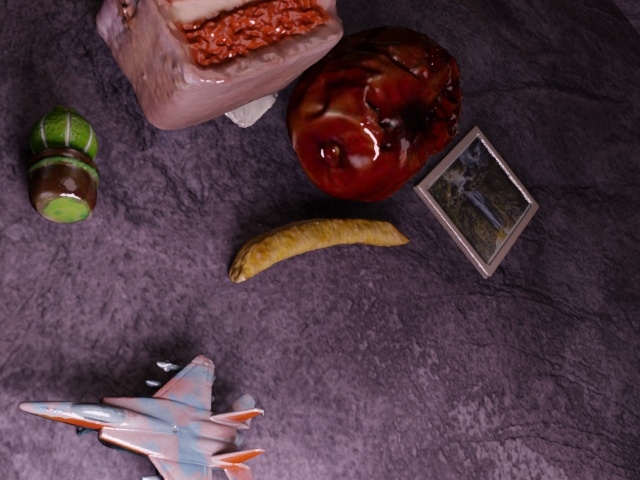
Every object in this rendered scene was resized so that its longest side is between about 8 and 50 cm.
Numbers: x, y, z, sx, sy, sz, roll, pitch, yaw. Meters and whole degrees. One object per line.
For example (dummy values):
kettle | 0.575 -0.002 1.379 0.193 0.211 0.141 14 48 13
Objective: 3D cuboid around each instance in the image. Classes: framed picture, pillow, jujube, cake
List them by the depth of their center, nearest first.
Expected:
cake | -0.150 -0.332 1.301 0.308 0.230 0.237 -26 91 -26
pillow | -0.173 -0.299 1.445 0.229 0.051 0.128 48 43 -5
jujube | 0.099 -0.226 1.485 0.276 0.276 0.377 48 36 -7
framed picture | 0.336 -0.089 1.791 0.240 0.020 0.324 52 42 -3

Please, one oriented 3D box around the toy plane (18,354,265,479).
toy plane | -0.211 0.231 1.035 0.326 0.104 0.223 15 54 -30

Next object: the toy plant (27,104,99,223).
toy plant | -0.344 -0.108 1.141 0.092 0.093 0.162 13 52 -36

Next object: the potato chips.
potato chips | 0.000 0.000 1.404 0.406 0.057 0.080 -11 85 -45
